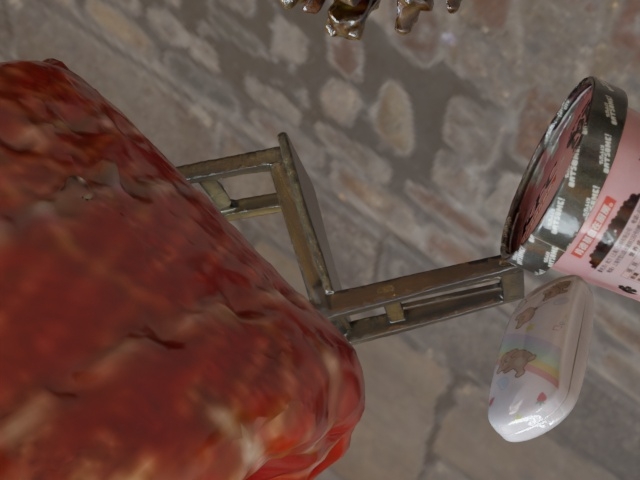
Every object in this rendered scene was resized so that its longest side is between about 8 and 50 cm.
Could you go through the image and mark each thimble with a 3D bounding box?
[{"bbox_3d":[-0.164,0.100,0.572,0.230,0.350,0.350,45,156,15],"label":"thimble"}]

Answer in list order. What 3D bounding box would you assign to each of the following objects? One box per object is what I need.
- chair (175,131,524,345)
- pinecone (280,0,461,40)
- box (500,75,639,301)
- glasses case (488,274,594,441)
[{"bbox_3d":[0.000,0.000,1.506,0.203,0.416,0.240,63,-170,-72],"label":"chair"},{"bbox_3d":[0.087,-0.309,1.243,0.309,0.244,0.244,-38,100,28],"label":"pinecone"},{"bbox_3d":[0.225,-0.026,0.969,0.135,0.151,0.151,25,154,-1],"label":"box"},{"bbox_3d":[0.081,0.041,0.473,0.032,0.083,0.021,-32,108,34],"label":"glasses case"}]
